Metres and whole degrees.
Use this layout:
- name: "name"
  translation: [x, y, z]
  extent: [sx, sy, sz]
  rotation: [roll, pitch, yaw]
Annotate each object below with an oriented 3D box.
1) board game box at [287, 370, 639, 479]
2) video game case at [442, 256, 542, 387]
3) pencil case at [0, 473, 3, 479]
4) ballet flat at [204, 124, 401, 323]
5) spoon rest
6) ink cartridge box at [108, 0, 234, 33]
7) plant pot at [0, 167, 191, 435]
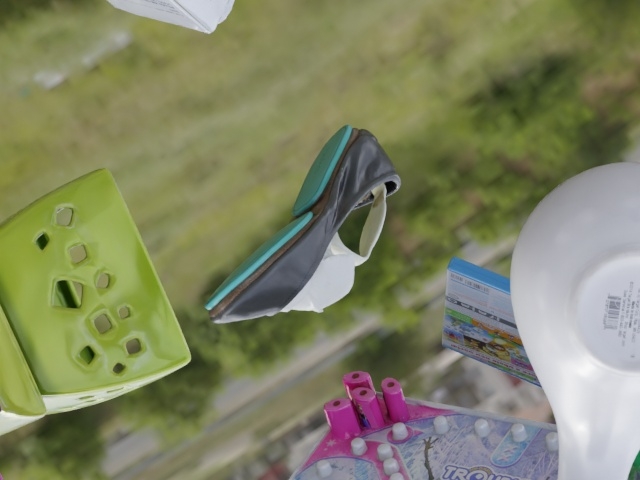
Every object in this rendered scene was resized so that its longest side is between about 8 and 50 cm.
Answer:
- name: "board game box"
  translation: [0.094, 0.273, 1.629]
  extent: [0.390, 0.050, 0.390]
  rotation: [7, -139, 35]
- name: "video game case"
  translation: [0.164, 0.076, 1.637]
  extent: [0.166, 0.119, 0.015]
  rotation: [86, 28, -63]
- name: "pencil case"
  translation: [-0.220, 0.157, 0.825]
  extent: [0.209, 0.095, 0.098]
  rotation: [-50, 150, 17]
- name: "ballet flat"
  translation: [0.000, 0.000, 1.736]
  extent: [0.095, 0.096, 0.280]
  rotation: [-36, -166, 50]
- name: "spoon rest"
  translation: [0.164, 0.087, 1.056]
  extent: [0.084, 0.137, 0.276]
  rotation: [-72, 171, -72]
- name: "ink cartridge box"
  translation: [-0.155, -0.326, 1.500]
  extent: [0.289, 0.121, 0.211]
  rotation: [40, 71, -57]
- name: "plant pot"
  translation: [-0.301, 0.081, 1.956]
  extent: [0.207, 0.228, 0.227]
  rotation: [-25, 180, -31]
